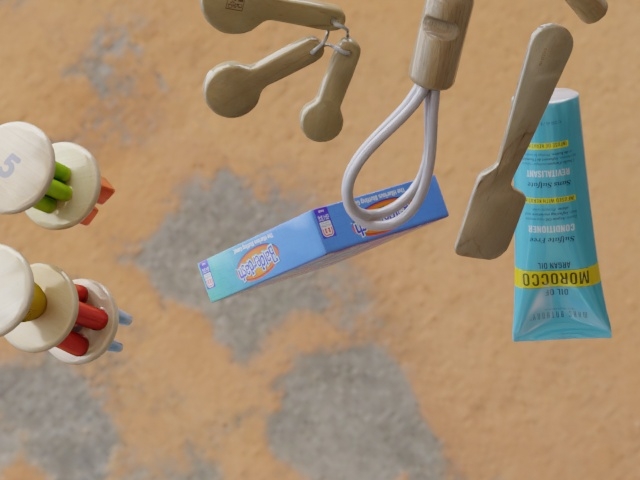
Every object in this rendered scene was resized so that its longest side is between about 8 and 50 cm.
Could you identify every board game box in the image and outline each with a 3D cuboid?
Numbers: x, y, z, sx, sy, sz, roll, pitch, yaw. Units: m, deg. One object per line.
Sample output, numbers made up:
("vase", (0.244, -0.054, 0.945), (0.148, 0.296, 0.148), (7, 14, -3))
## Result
("board game box", (0.000, 0.000, 1.514), (0.160, 0.047, 0.210), (-17, -4, -36))

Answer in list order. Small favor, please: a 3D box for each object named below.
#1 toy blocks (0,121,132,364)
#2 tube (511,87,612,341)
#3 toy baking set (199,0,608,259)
("toy blocks", (-0.148, 0.008, 0.895), (0.148, 0.054, 0.123), (31, -114, -66))
("tube", (0.186, -0.017, 1.229), (0.080, 0.207, 0.052), (-1, 19, 18))
("toy baking set", (0.050, -0.107, 0.809), (0.197, 0.256, 0.030), (-45, 28, 14))
